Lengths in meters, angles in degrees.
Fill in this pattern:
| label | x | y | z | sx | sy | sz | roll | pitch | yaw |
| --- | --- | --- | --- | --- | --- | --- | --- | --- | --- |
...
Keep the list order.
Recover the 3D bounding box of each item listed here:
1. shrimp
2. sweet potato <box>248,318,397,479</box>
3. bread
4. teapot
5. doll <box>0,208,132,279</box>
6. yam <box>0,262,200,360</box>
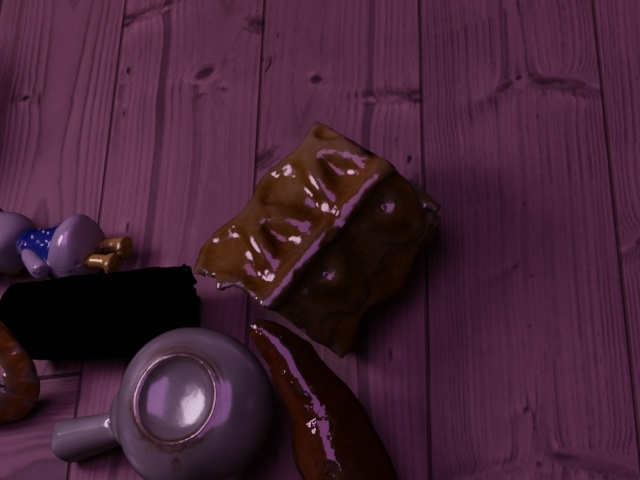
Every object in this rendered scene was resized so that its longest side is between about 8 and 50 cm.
| label | x | y | z | sx | sy | sz | roll | pitch | yaw |
| --- | --- | --- | --- | --- | --- | --- | --- | --- | --- |
| shrimp | -0.465 | 0.180 | 1.694 | 0.161 | 0.166 | 0.049 | -5 | 28 | 19 |
| sweet potato | 0.020 | 0.252 | 1.480 | 0.112 | 0.112 | 0.359 | -28 | 71 | 5 |
| bread | 0.005 | 0.003 | 1.577 | 0.252 | 0.238 | 0.196 | -57 | 23 | -7 |
| teapot | -0.202 | 0.211 | 1.573 | 0.318 | 0.149 | 0.220 | 15 | 76 | 27 |
| doll | -0.416 | 0.009 | 1.794 | 0.293 | 0.119 | 0.138 | 7 | 36 | 19 |
| yam | -0.296 | 0.104 | 1.685 | 0.279 | 0.131 | 0.131 | -7 | 61 | 21 |
